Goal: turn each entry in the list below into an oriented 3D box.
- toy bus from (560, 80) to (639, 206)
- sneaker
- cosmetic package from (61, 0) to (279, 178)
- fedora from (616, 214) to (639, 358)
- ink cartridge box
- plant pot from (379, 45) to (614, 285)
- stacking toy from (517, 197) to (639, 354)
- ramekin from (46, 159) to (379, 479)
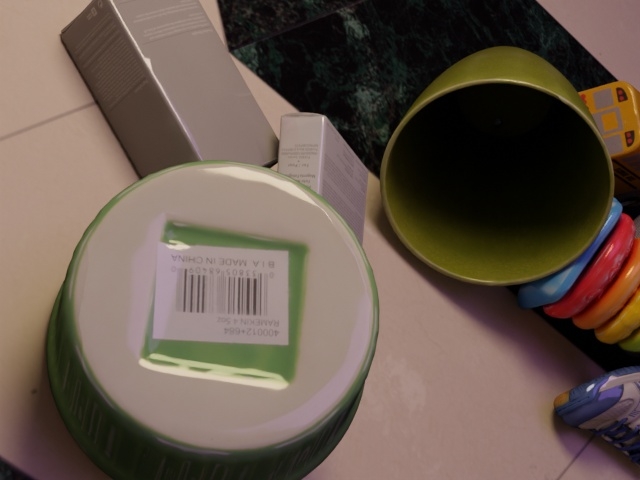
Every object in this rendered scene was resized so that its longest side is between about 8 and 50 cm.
[{"bbox_3d":[0.446,-0.133,1.688,0.332,0.130,0.108,15,64,-58],"label":"toy bus"},{"bbox_3d":[0.431,0.243,1.530,0.296,0.112,0.131,6,63,-39],"label":"sneaker"},{"bbox_3d":[-0.156,-0.155,1.237,0.127,0.107,0.238,-24,86,-47],"label":"cosmetic package"},{"bbox_3d":[0.502,0.081,1.676,0.275,0.124,0.244,-34,87,-39],"label":"fedora"},{"bbox_3d":[0.000,0.000,1.269,0.189,0.066,0.232,43,53,-67],"label":"ink cartridge box"},{"bbox_3d":[0.230,-0.134,1.488,0.275,0.274,0.293,43,28,-15],"label":"plant pot"},{"bbox_3d":[0.423,0.094,1.489,0.301,0.175,0.166,37,80,0],"label":"stacking toy"},{"bbox_3d":[-0.092,0.076,1.032,0.303,0.148,0.304,4,67,-10],"label":"ramekin"}]
